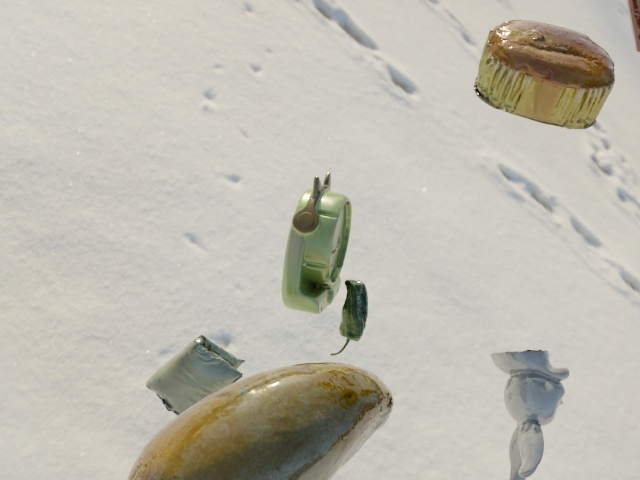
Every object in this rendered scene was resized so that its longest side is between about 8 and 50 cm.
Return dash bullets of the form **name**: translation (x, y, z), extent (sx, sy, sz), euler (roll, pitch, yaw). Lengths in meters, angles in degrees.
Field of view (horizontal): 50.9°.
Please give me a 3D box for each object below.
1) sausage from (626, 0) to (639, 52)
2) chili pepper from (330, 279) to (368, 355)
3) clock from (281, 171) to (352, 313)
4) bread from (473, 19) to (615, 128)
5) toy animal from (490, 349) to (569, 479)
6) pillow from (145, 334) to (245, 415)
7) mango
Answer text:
- **sausage**: translation (0.542, -0.382, 1.142), extent (0.147, 0.030, 0.035), euler (56, 24, -39)
- **chili pepper**: translation (0.085, 0.202, 1.712), extent (0.072, 0.073, 0.203), euler (3, 96, -32)
- **clock**: translation (0.000, 0.000, 1.752), extent (0.118, 0.348, 0.286), euler (11, 13, 12)
- **bread**: translation (0.325, -0.243, 0.971), extent (0.191, 0.114, 0.132), euler (13, 48, 4)
- **toy animal**: translation (0.363, 0.293, 1.131), extent (0.131, 0.103, 0.220), euler (2, 72, -14)
- **pillow**: translation (-0.263, 0.289, 1.423), extent (0.134, 0.181, 0.077), euler (43, 15, -20)
- **mango**: translation (-0.050, 0.221, 0.709), extent (0.317, 0.192, 0.146), euler (-18, 52, -25)
